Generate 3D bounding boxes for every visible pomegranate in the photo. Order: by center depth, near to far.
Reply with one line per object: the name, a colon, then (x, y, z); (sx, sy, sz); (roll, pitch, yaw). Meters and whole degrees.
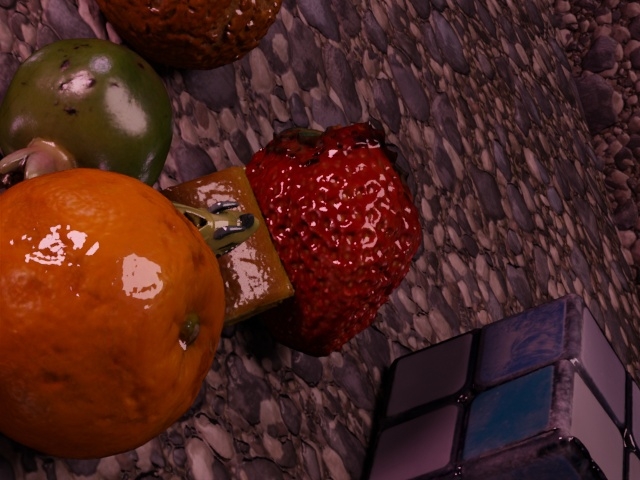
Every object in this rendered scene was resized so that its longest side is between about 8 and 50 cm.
pomegranate: (-0.251, -0.102, 1.410); (0.187, 0.187, 0.225); (55, 38, -20)

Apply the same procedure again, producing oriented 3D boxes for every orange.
orange: (-0.213, 0.066, 1.258); (0.261, 0.261, 0.261); (43, 34, -39)

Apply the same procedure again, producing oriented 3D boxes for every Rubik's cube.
Rubik's cube: (0.275, 0.310, 1.871); (0.316, 0.318, 0.313); (54, 28, -24)

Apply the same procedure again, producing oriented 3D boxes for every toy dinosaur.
toy dinosaur: (-0.197, 0.007, 1.453); (0.259, 0.153, 0.094); (-2, 65, -37)

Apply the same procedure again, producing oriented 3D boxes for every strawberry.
strawberry: (0.000, 0.000, 1.722); (0.250, 0.238, 0.289); (23, 74, -63)

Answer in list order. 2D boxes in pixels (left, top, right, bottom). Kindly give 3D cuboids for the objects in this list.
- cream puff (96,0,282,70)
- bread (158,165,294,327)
cream puff: (-0.156, -0.360, 1.756); (0.303, 0.212, 0.303); (36, 44, -44)
bread: (-0.122, 0.014, 1.609); (0.132, 0.103, 0.172); (-20, 85, -36)
